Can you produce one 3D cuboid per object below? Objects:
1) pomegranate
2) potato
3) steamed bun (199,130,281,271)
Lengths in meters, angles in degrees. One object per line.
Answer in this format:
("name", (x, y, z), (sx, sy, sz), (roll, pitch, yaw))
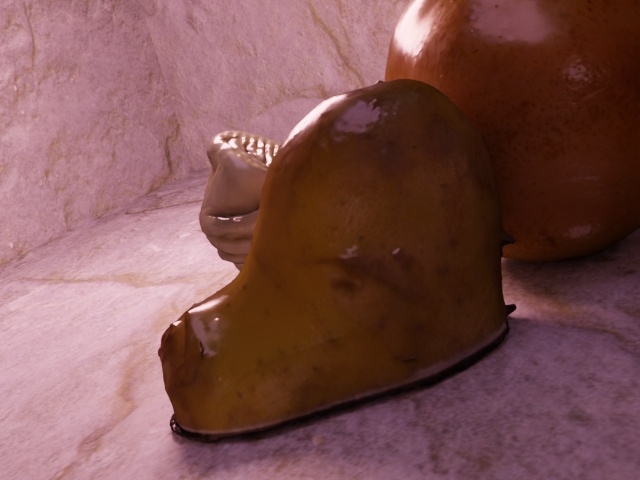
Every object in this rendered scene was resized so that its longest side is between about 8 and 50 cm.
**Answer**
("pomegranate", (0.250, -0.169, 1.173), (0.417, 0.416, 0.416), (-16, 11, 3))
("potato", (0.000, 0.000, 0.987), (0.397, 0.295, 0.290), (-14, 10, 5))
("steamed bun", (-0.055, -0.016, 1.323), (0.280, 0.207, 0.268), (4, 26, -47))
